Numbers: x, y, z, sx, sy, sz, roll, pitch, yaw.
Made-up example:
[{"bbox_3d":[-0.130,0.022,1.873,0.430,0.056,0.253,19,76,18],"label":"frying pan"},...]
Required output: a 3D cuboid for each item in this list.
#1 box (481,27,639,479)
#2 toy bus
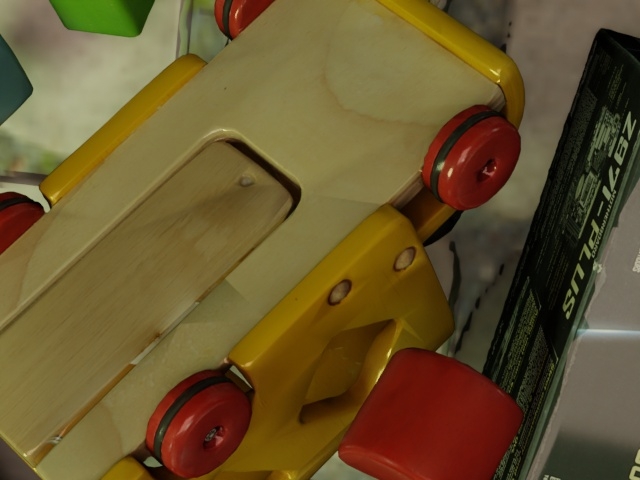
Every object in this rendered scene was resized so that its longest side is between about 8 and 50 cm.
[{"bbox_3d":[0.089,0.043,0.522,0.077,0.147,0.180,18,101,0],"label":"box"},{"bbox_3d":[-0.012,0.005,0.541,0.202,0.104,0.191,-5,59,13],"label":"toy bus"}]
